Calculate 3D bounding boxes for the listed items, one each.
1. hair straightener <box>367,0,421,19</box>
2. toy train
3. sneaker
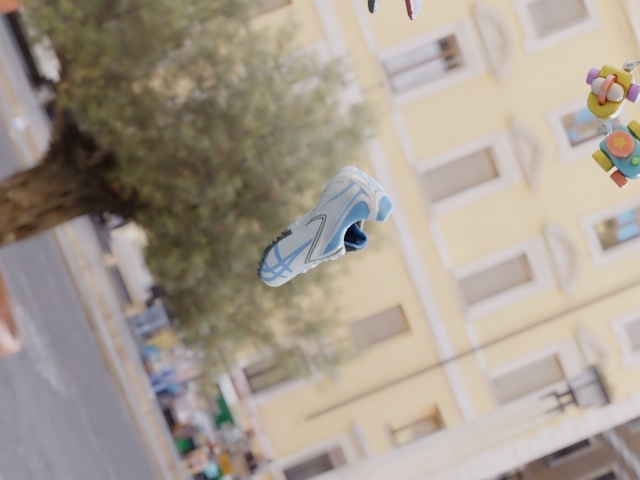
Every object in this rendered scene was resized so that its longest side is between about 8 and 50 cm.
[{"bbox_3d":[0.042,-0.269,1.468,0.230,0.089,0.047,63,37,-72],"label":"hair straightener"},{"bbox_3d":[0.326,-0.135,1.609,0.046,0.125,0.166,31,58,-68],"label":"toy train"},{"bbox_3d":[0.000,0.000,1.919,0.086,0.085,0.237,45,-42,-1],"label":"sneaker"}]
